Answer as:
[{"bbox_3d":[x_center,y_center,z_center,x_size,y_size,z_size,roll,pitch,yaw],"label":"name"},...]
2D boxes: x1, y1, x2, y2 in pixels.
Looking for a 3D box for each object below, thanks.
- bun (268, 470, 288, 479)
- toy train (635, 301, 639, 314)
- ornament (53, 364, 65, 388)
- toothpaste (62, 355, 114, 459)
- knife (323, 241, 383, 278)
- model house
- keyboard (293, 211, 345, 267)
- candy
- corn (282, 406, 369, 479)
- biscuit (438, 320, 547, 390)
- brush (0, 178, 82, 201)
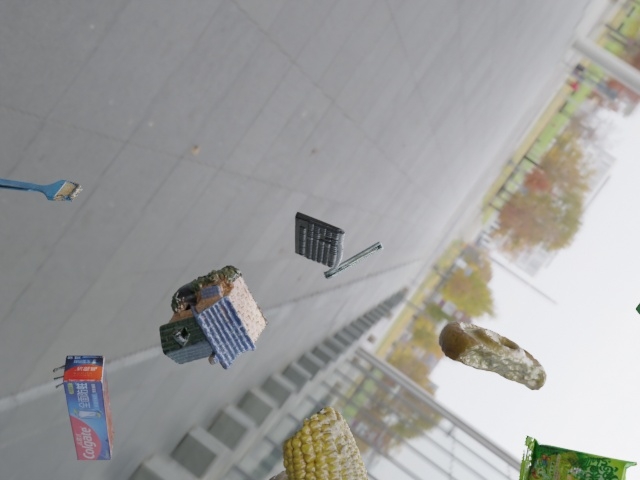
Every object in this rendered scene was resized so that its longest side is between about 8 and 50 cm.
[{"bbox_3d":[-0.080,0.677,2.254,0.282,0.205,0.281,-22,133,-26],"label":"bun"},{"bbox_3d":[0.756,0.045,1.831,0.301,0.120,0.202,-40,156,-33],"label":"toy train"},{"bbox_3d":[-0.627,0.340,2.398,0.125,0.028,0.073,-9,131,-24],"label":"ornament"},{"bbox_3d":[-0.476,0.351,1.913,0.320,0.076,0.066,98,-10,-48],"label":"toothpaste"},{"bbox_3d":[0.082,0.048,2.230,0.162,0.023,0.044,-29,-173,-16],"label":"knife"},{"bbox_3d":[-0.238,0.179,1.930,0.183,0.166,0.172,-17,-155,25],"label":"model house"},{"bbox_3d":[-0.005,0.012,1.804,0.381,0.104,0.041,82,30,-81],"label":"keyboard"},{"bbox_3d":[0.389,0.367,1.420,0.032,0.178,0.102,34,67,-49],"label":"candy"},{"bbox_3d":[0.032,0.460,1.452,0.144,0.387,0.144,-18,171,-3],"label":"corn"},{"bbox_3d":[0.398,0.260,2.206,0.213,0.274,0.091,38,-73,59],"label":"biscuit"},{"bbox_3d":[-0.486,-0.090,1.572,0.051,0.164,0.014,-69,162,-52],"label":"brush"}]
